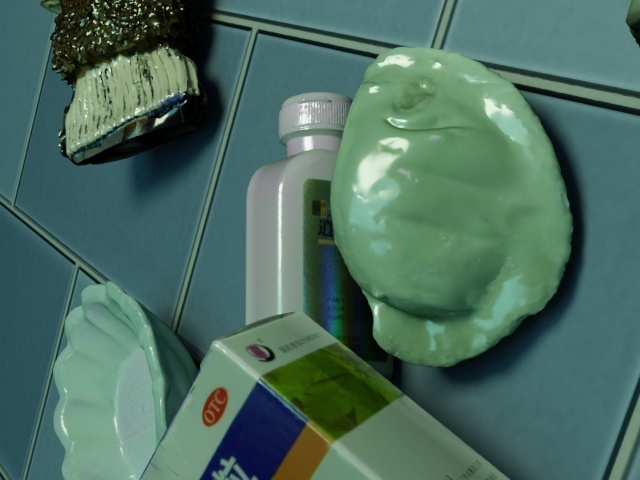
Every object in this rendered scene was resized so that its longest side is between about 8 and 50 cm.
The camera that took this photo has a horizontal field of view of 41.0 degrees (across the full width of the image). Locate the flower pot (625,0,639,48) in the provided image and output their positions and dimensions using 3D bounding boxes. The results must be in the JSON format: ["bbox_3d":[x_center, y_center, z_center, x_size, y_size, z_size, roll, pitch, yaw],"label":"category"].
[{"bbox_3d":[0.253,-0.131,0.313,0.209,0.239,0.189,-107,34,-74],"label":"flower pot"}]

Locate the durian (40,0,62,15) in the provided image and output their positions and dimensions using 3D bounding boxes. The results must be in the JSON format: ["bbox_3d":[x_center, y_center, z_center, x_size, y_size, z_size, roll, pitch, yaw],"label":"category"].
[{"bbox_3d":[-0.309,-0.321,1.101,0.130,0.066,0.052,-5,80,39],"label":"durian"}]

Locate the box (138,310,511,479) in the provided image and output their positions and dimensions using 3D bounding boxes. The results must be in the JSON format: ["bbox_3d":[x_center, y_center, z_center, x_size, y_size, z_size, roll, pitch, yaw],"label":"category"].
[{"bbox_3d":[0.028,0.212,0.510,0.299,0.106,0.200,37,112,19],"label":"box"}]

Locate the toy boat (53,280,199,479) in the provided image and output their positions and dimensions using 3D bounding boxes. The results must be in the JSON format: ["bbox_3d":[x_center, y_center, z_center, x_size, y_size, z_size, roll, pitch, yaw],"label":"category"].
[{"bbox_3d":[-0.177,0.182,0.836,0.199,0.100,0.290,-35,58,41],"label":"toy boat"}]

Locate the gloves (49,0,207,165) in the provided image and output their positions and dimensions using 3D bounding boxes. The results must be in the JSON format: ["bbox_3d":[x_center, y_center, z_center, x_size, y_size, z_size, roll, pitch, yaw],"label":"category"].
[{"bbox_3d":[-0.201,-0.242,0.910,0.210,0.135,0.312,-31,59,46],"label":"gloves"}]

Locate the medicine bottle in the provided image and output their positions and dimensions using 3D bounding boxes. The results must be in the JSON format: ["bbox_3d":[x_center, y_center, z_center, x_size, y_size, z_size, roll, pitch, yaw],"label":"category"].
[{"bbox_3d":[0.000,0.000,0.651,0.078,0.115,0.219,-12,75,48],"label":"medicine bottle"}]

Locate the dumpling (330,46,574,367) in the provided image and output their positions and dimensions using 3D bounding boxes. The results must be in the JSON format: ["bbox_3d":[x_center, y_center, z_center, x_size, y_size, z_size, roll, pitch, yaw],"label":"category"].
[{"bbox_3d":[0.083,-0.024,0.588,0.108,0.153,0.219,-96,3,-88],"label":"dumpling"}]
